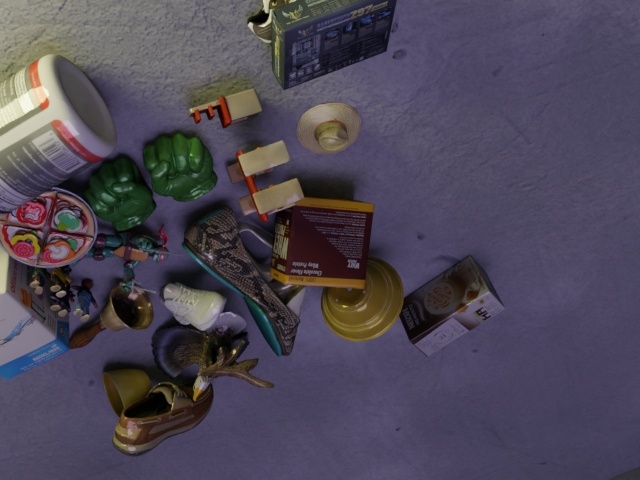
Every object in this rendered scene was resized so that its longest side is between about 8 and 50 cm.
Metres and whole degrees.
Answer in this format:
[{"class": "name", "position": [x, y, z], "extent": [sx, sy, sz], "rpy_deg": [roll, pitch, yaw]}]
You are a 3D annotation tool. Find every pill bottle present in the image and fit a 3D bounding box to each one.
[{"class": "pill bottle", "position": [-0.582, -0.171, 1.509], "extent": [0.363, 0.210, 0.210], "rpy_deg": [-27, 133, 9]}]

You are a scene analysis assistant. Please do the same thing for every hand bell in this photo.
[{"class": "hand bell", "position": [-0.528, 0.204, 1.959], "extent": [0.242, 0.126, 0.126], "rpy_deg": [-30, 134, 29]}]

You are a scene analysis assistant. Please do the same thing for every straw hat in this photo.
[{"class": "straw hat", "position": [0.024, -0.223, 1.745], "extent": [0.145, 0.061, 0.144], "rpy_deg": [-8, 132, -9]}]

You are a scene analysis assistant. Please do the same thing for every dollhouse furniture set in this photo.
[{"class": "dollhouse furniture set", "position": [-0.155, -0.159, 1.633], "extent": [0.135, 0.262, 0.259], "rpy_deg": [-21, 95, -11]}]

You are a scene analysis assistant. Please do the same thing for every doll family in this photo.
[{"class": "doll family", "position": [-0.574, 0.101, 1.830], "extent": [0.076, 0.111, 0.193], "rpy_deg": [-22, 129, 5]}]

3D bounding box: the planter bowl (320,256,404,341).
[{"class": "planter bowl", "position": [0.084, 0.127, 1.960], "extent": [0.217, 0.217, 0.090], "rpy_deg": [-30, 150, 11]}]

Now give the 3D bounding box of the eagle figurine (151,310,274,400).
[{"class": "eagle figurine", "position": [-0.278, 0.290, 2.029], "extent": [0.225, 0.298, 0.226], "rpy_deg": [-37, 109, -15]}]

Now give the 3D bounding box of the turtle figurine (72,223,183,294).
[{"class": "turtle figurine", "position": [-0.425, 0.031, 1.801], "extent": [0.234, 0.118, 0.175], "rpy_deg": [10, 130, -10]}]

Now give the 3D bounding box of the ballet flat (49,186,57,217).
[{"class": "ballet flat", "position": [-0.650, -0.083, 1.669], "extent": [0.248, 0.083, 0.087], "rpy_deg": [-2, 107, -15]}]

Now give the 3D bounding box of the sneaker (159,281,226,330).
[{"class": "sneaker", "position": [-0.310, 0.145, 1.897], "extent": [0.115, 0.090, 0.232], "rpy_deg": [40, 153, -28]}]

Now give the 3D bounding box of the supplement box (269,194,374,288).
[{"class": "supplement box", "position": [0.000, 0.000, 1.834], "extent": [0.192, 0.129, 0.194], "rpy_deg": [4, 95, -20]}]

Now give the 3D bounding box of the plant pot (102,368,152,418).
[{"class": "plant pot", "position": [-0.492, 0.385, 2.108], "extent": [0.095, 0.134, 0.134], "rpy_deg": [-22, 139, -31]}]

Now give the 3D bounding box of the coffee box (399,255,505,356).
[{"class": "coffee box", "position": [0.337, 0.174, 2.143], "extent": [0.247, 0.141, 0.098], "rpy_deg": [-35, 132, 15]}]

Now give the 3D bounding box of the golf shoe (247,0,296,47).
[{"class": "golf shoe", "position": [-0.056, -0.446, 1.508], "extent": [0.094, 0.077, 0.198], "rpy_deg": [25, 119, -33]}]

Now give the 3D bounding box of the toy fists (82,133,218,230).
[{"class": "toy fists", "position": [-0.356, -0.123, 1.699], "extent": [0.279, 0.096, 0.142], "rpy_deg": [-23, 132, 6]}]

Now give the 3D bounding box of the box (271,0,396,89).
[{"class": "box", "position": [0.023, -0.390, 1.520], "extent": [0.233, 0.059, 0.183], "rpy_deg": [-24, 160, -12]}]

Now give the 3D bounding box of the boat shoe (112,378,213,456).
[{"class": "boat shoe", "position": [-0.389, 0.427, 2.080], "extent": [0.324, 0.123, 0.119], "rpy_deg": [-29, 135, -54]}]

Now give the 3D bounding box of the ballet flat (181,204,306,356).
[{"class": "ballet flat", "position": [-0.138, 0.096, 1.937], "extent": [0.182, 0.164, 0.482], "rpy_deg": [-40, 131, -7]}]

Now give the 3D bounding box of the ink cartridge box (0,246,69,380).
[{"class": "ink cartridge box", "position": [-0.690, 0.152, 1.794], "extent": [0.168, 0.171, 0.232], "rpy_deg": [-25, 134, 6]}]

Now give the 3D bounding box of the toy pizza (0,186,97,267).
[{"class": "toy pizza", "position": [-0.558, -0.020, 1.660], "extent": [0.202, 0.032, 0.201], "rpy_deg": [-8, 126, -11]}]
